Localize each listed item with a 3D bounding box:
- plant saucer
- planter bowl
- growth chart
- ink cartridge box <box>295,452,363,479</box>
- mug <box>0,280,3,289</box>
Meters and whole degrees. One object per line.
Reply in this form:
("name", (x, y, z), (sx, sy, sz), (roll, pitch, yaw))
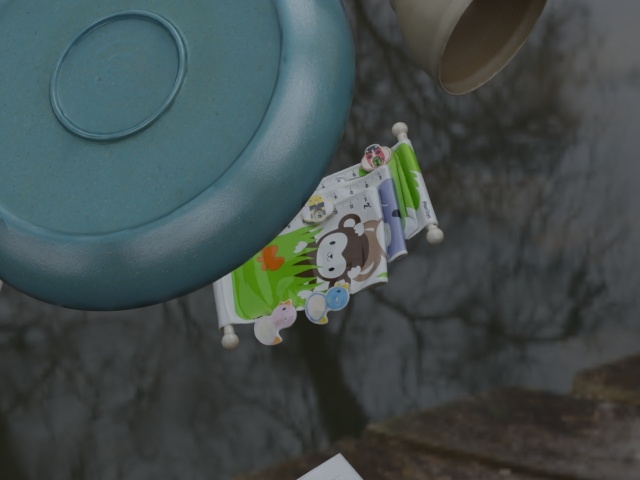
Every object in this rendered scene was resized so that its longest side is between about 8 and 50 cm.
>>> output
("plant saucer", (-0.133, -0.107, 0.966), (0.317, 0.044, 0.318), (-7, 67, 16))
("planter bowl", (0.138, -0.242, 1.405), (0.162, 0.162, 0.109), (-28, 58, -36))
("growth chart", (0.000, 0.000, 1.299), (0.237, 0.021, 0.172), (-26, 51, 5))
("ink cartridge box", (0.035, 0.382, 1.693), (0.086, 0.148, 0.203), (-28, 70, -39))
("mug", (-0.505, 0.058, 1.800), (0.169, 0.150, 0.113), (2, -15, 29))
